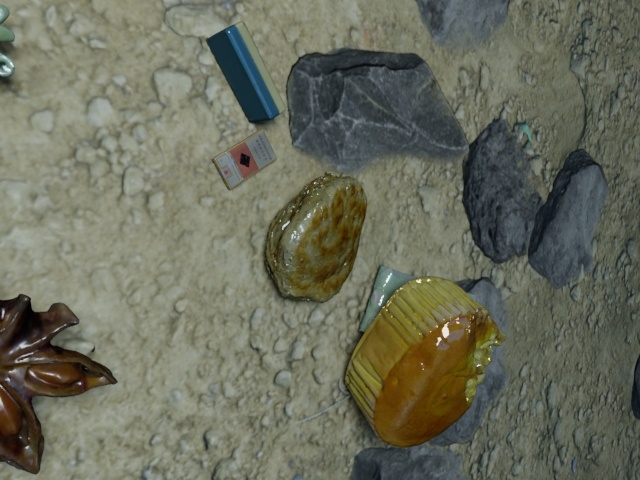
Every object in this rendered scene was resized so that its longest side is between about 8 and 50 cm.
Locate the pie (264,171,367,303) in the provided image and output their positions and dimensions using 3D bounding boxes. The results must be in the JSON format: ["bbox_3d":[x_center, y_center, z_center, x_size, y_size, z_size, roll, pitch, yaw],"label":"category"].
[{"bbox_3d":[0.000,0.000,0.767,0.193,0.079,0.163,-51,130,-22],"label":"pie"}]

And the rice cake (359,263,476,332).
[{"bbox_3d":[0.168,0.125,0.920,0.237,0.043,0.127,21,81,-34],"label":"rice cake"}]

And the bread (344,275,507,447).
[{"bbox_3d":[0.157,0.186,0.820,0.179,0.133,0.250,30,99,-34],"label":"bread"}]

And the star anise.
[{"bbox_3d":[-0.332,0.131,0.525,0.214,0.099,0.219,-35,119,-14],"label":"star anise"}]

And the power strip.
[{"bbox_3d":[-0.092,-0.209,0.691,0.032,0.056,0.123,-40,117,-28],"label":"power strip"}]

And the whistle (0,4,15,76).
[{"bbox_3d":[-0.380,-0.214,0.455,0.245,0.092,0.110,33,85,-35],"label":"whistle"}]

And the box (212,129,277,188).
[{"bbox_3d":[-0.099,-0.108,0.722,0.083,0.012,0.046,-39,116,-29],"label":"box"}]
